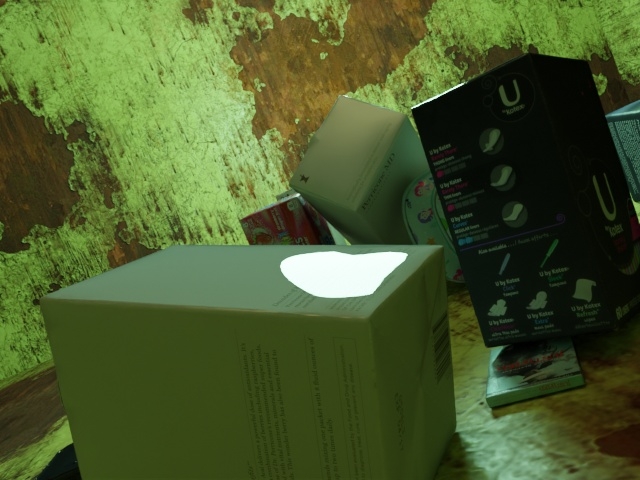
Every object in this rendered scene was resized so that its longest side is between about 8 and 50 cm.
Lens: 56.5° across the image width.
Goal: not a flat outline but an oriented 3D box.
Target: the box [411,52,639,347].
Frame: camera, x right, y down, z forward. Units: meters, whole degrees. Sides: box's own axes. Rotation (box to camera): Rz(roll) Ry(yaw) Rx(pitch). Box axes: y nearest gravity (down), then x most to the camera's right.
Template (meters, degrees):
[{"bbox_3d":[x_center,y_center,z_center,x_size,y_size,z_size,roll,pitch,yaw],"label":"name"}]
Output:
[{"bbox_3d":[0.233,-0.043,0.638,0.143,0.270,0.165,-19,-3,43],"label":"box"}]

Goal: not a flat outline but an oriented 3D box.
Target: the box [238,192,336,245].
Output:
[{"bbox_3d":[-0.035,0.044,1.143,0.128,0.257,0.122,-22,6,16],"label":"box"}]

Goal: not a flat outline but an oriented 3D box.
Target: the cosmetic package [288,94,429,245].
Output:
[{"bbox_3d":[0.114,-0.089,1.148,0.155,0.197,0.365,25,-7,30],"label":"cosmetic package"}]

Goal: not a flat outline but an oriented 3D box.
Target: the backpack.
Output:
[{"bbox_3d":[0.267,-0.049,0.993,0.253,0.225,0.191,-26,-2,20],"label":"backpack"}]

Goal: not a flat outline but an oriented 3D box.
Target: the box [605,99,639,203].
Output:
[{"bbox_3d":[0.646,-0.177,0.898,0.296,0.183,0.294,-22,6,10],"label":"box"}]

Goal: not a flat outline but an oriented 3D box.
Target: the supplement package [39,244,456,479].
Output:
[{"bbox_3d":[-0.053,0.106,0.504,0.292,0.178,0.175,0,15,27],"label":"supplement package"}]

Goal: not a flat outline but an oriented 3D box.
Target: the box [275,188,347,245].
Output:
[{"bbox_3d":[0.000,0.000,1.385,0.094,0.275,0.113,-22,4,13],"label":"box"}]

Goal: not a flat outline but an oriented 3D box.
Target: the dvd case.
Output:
[{"bbox_3d":[0.206,0.122,0.579,0.087,0.013,0.119,-21,5,21],"label":"dvd case"}]

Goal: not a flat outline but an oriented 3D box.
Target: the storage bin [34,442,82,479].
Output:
[{"bbox_3d":[-0.203,0.248,0.662,0.180,0.084,0.122,-22,4,-6],"label":"storage bin"}]
